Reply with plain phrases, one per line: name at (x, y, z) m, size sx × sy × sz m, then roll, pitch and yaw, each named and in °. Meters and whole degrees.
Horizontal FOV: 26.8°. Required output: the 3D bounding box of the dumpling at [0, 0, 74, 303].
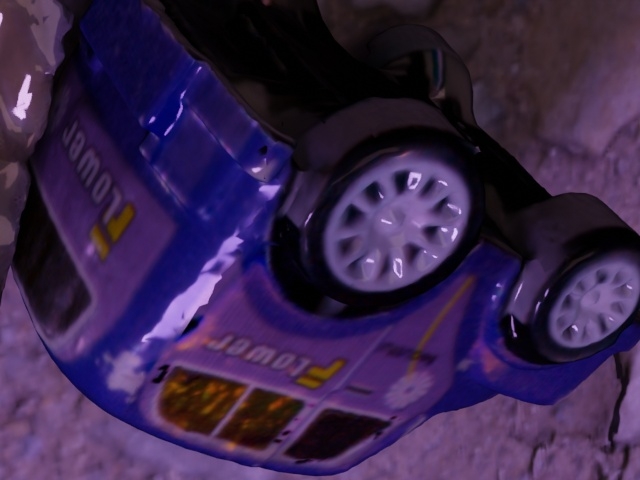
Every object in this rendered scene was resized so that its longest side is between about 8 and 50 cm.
dumpling at (-0.172, -0.065, 0.424) m, size 0.166 × 0.086 × 0.332 m, roll -28°, pitch 117°, yaw -36°

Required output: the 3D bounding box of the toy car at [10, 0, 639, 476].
toy car at (0.000, 0.000, 0.506) m, size 0.235 × 0.172 × 0.158 m, roll 23°, pitch 111°, yaw -38°
